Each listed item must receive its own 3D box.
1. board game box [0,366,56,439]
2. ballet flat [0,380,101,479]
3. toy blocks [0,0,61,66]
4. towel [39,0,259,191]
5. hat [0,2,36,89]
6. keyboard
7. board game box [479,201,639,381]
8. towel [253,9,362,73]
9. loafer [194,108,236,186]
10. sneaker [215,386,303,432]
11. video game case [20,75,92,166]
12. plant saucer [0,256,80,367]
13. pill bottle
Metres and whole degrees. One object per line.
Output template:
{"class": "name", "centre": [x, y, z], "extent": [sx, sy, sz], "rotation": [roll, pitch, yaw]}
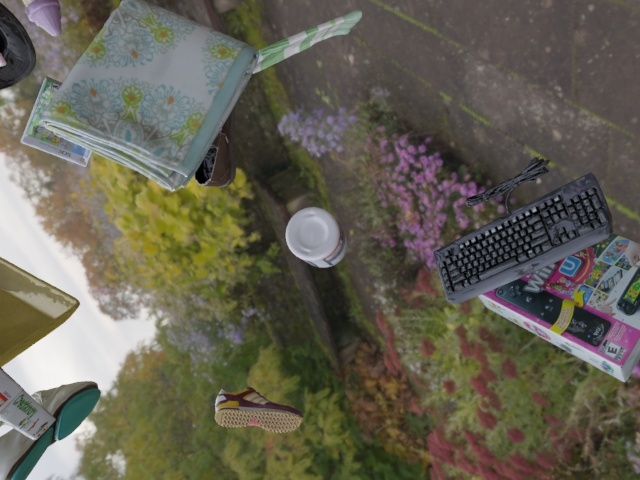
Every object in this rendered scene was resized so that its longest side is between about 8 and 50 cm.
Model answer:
{"class": "board game box", "centre": [-0.526, 0.218, 1.013], "extent": [0.193, 0.053, 0.305], "rotation": [39, 154, 4]}
{"class": "ballet flat", "centre": [-0.645, 0.415, 1.465], "extent": [0.139, 0.139, 0.400], "rotation": [63, -165, -10]}
{"class": "toy blocks", "centre": [-0.454, -0.433, 1.005], "extent": [0.260, 0.289, 0.309], "rotation": [59, 170, -3]}
{"class": "towel", "centre": [-0.344, -0.315, 1.336], "extent": [0.320, 0.374, 0.090], "rotation": [25, 158, 0]}
{"class": "hat", "centre": [-0.859, -0.522, 1.562], "extent": [0.331, 0.331, 0.134], "rotation": [77, -177, -54]}
{"class": "keyboard", "centre": [0.334, -0.031, 1.130], "extent": [0.033, 0.317, 0.201], "rotation": [25, -134, -43]}
{"class": "board game box", "centre": [0.485, 0.088, 1.224], "extent": [0.303, 0.224, 0.097], "rotation": [29, 172, 40]}
{"class": "towel", "centre": [-0.057, -0.535, 1.755], "extent": [0.248, 0.325, 0.038], "rotation": [-126, 13, -79]}
{"class": "loafer", "centre": [-0.326, -0.320, 1.868], "extent": [0.134, 0.130, 0.366], "rotation": [1, 111, 26]}
{"class": "sneaker", "centre": [-0.127, 0.348, 1.357], "extent": [0.084, 0.185, 0.069], "rotation": [-95, 17, -55]}
{"class": "video game case", "centre": [-0.739, -0.342, 1.878], "extent": [0.193, 0.212, 0.023], "rotation": [21, -160, -26]}
{"class": "plant saucer", "centre": [-0.798, 0.196, 1.512], "extent": [0.333, 0.333, 0.081], "rotation": [23, 129, 22]}
{"class": "pill bottle", "centre": [0.000, 0.000, 1.332], "extent": [0.108, 0.108, 0.180], "rotation": [58, -176, 14]}
